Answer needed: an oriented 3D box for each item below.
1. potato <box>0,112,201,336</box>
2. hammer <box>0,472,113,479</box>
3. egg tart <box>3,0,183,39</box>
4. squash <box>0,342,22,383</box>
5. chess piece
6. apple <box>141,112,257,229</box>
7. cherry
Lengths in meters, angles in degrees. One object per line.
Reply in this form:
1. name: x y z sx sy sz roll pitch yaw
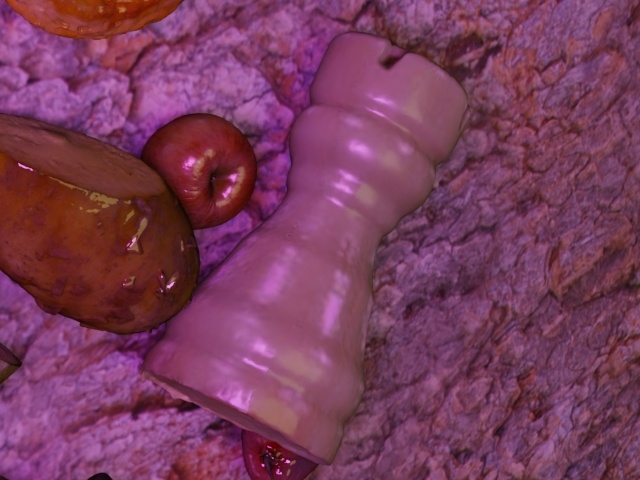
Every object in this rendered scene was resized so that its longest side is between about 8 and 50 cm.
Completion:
1. potato: -0.232 -0.015 1.607 0.176 0.141 0.298 -43 131 7
2. hammer: -0.378 0.188 1.555 0.168 0.044 0.440 -29 137 13
3. egg tart: -0.215 -0.333 1.532 0.294 0.123 0.294 -15 114 -35
4. squash: -0.367 0.141 1.587 0.132 0.105 0.105 -54 134 -4
5. chess piece: 0.000 0.000 1.802 0.234 0.234 0.442 35 77 -45
6. apple: -0.128 -0.074 1.723 0.126 0.102 0.126 -16 118 -33
7. cherry: -0.045 0.241 1.934 0.126 0.087 0.106 19 85 -64
